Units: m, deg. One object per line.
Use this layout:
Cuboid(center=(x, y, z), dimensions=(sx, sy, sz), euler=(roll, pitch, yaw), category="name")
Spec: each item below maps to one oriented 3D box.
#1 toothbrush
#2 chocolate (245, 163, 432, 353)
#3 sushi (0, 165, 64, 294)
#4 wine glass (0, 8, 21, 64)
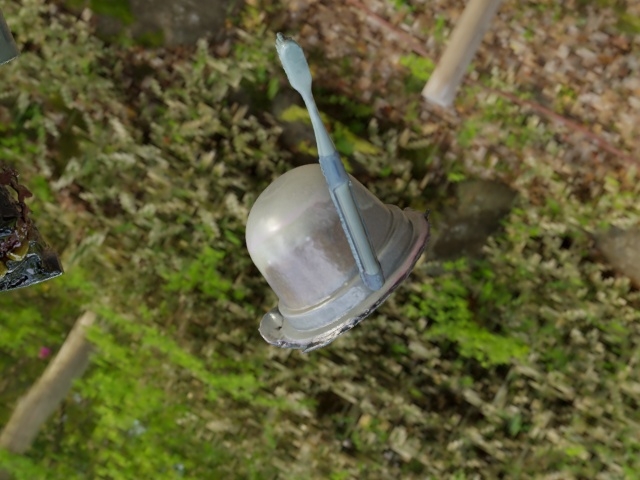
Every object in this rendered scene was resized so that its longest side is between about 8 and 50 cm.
Cuboid(center=(0.008, -0.043, 0.702), dimensions=(0.019, 0.016, 0.219), euler=(54, 171, 46), category="toothbrush")
Cuboid(center=(-0.007, 0.000, 1.139), dimensions=(0.147, 0.221, 0.221), euler=(44, 176, -12), category="chocolate")
Cuboid(center=(-0.440, -0.023, 1.415), dimensions=(0.150, 0.153, 0.172), euler=(117, 134, -80), category="sushi")
Cuboid(center=(-0.334, -0.246, 0.915), dimensions=(0.103, 0.103, 0.231), euler=(27, 139, 69), category="wine glass")
